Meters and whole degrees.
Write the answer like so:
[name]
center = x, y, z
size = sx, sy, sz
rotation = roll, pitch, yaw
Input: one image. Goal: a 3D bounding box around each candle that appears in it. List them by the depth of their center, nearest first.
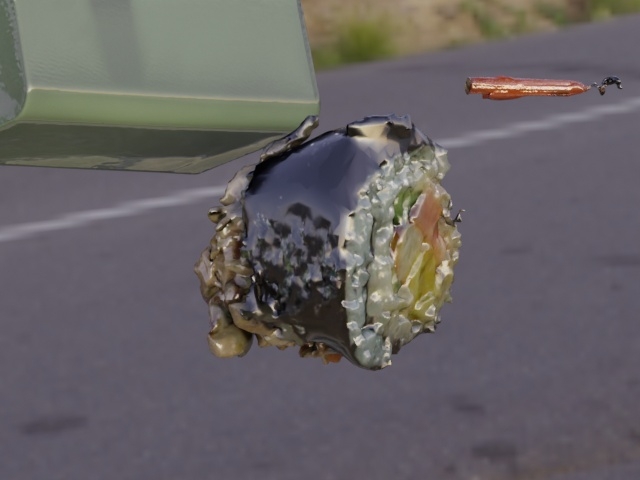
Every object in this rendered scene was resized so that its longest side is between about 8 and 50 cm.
[candle]
center = 0.232, -0.159, 1.993
size = 0.167, 0.026, 0.021
rotation = -1, 25, -12

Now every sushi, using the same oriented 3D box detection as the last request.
[sushi]
center = -0.005, 0.000, 1.715
size = 0.218, 0.225, 0.238
rotation = 3, -4, 40

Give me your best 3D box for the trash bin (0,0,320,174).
[trash bin]
center = -0.205, -0.162, 1.835
size = 0.343, 0.158, 0.223
rotation = -1, -12, -43
